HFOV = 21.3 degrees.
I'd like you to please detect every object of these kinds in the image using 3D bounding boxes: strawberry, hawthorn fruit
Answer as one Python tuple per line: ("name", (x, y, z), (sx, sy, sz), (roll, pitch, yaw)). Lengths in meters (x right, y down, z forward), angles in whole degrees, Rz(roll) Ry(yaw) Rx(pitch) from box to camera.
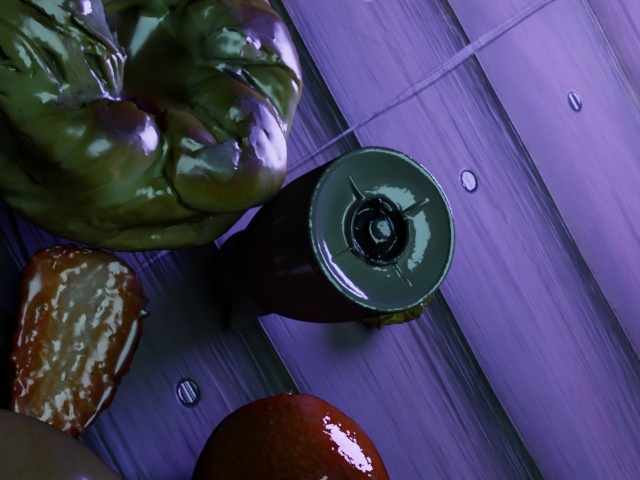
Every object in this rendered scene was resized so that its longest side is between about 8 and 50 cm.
("strawberry", (-0.225, 0.092, 1.476), (0.121, 0.082, 0.188), (26, 66, -11))
("hawthorn fruit", (-0.027, 0.221, 1.538), (0.196, 0.196, 0.225), (30, 36, -32))

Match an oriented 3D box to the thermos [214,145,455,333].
("thermos", (0.000, 0.000, 1.569), (0.146, 0.265, 0.176), (35, 68, -18))

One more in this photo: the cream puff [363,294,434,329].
("cream puff", (0.073, 0.058, 1.770), (0.083, 0.083, 0.058), (-49, 154, -52))

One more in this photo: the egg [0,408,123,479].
("egg", (-0.246, 0.304, 1.213), (0.301, 0.301, 0.374), (-11, 85, -44))

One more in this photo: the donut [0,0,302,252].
("donut", (-0.180, -0.159, 1.515), (0.360, 0.170, 0.360), (21, 51, -29))
